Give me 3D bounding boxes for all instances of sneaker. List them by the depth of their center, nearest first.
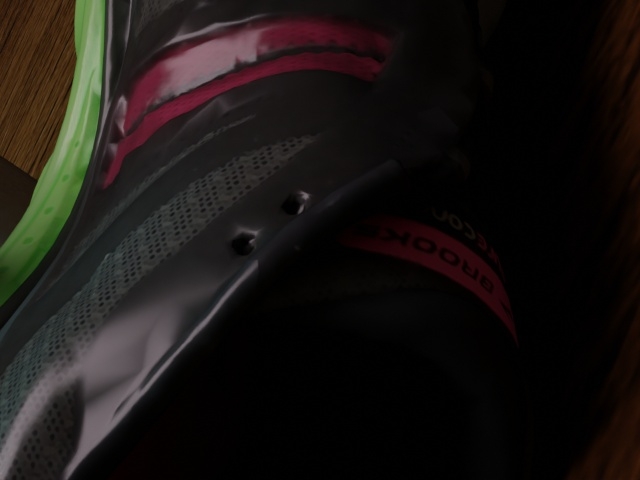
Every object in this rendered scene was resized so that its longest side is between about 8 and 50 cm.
[{"bbox_3d":[0.000,0.000,0.574,0.202,0.185,0.483,7,65,40],"label":"sneaker"}]

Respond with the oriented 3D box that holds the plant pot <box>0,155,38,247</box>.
[{"bbox_3d":[-0.318,0.017,1.129,0.334,0.305,0.334,-53,21,30],"label":"plant pot"}]
